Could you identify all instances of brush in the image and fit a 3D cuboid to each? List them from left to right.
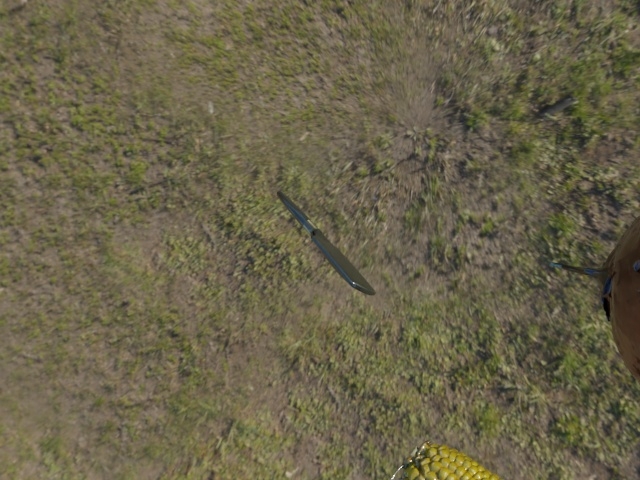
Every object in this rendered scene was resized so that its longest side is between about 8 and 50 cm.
[{"bbox_3d":[0.000,0.000,0.785,0.016,0.063,0.193,-45,57,10],"label":"brush"}]

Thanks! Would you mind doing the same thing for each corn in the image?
[{"bbox_3d":[0.230,0.358,0.767,0.305,0.106,0.106,28,104,33],"label":"corn"}]

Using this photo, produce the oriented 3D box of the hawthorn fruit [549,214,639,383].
[{"bbox_3d":[0.237,0.026,0.349,0.181,0.235,0.181,-11,109,-34],"label":"hawthorn fruit"}]
